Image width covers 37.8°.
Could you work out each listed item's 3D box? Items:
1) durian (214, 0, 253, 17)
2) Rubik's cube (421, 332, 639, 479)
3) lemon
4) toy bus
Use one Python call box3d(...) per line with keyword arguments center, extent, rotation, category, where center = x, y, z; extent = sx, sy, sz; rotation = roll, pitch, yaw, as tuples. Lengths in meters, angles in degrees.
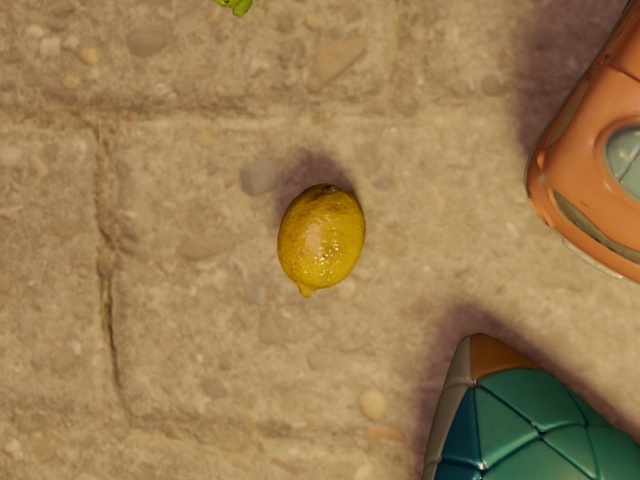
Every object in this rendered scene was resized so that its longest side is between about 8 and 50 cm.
box3d(center=(-0.040, -0.399, 0.806), extent=(0.339, 0.204, 0.256), rotation=(-41, 69, 16), category="durian")
box3d(center=(0.196, 0.187, 0.802), extent=(0.254, 0.254, 0.255), rotation=(1, 94, 18), category="Rubik's cube")
box3d(center=(0.000, 0.000, 0.882), extent=(0.082, 0.082, 0.111), rotation=(19, 100, 16), category="lemon")
box3d(center=(0.287, -0.095, 0.703), extent=(0.194, 0.232, 0.288), rotation=(35, 102, 11), category="toy bus")
